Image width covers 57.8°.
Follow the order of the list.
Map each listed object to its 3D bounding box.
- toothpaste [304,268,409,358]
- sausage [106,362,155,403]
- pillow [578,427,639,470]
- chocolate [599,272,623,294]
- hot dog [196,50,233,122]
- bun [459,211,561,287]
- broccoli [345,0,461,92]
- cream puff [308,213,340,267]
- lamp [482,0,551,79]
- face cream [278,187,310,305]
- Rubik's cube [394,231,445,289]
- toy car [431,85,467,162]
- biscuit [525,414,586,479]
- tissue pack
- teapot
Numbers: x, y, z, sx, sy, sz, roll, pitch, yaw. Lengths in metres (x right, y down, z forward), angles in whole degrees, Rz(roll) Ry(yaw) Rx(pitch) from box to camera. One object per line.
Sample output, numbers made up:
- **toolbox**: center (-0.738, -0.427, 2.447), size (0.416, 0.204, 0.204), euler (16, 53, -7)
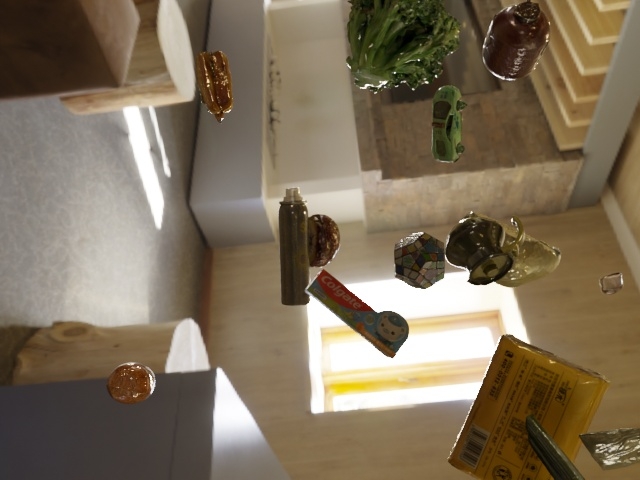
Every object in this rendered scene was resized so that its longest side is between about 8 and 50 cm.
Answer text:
- **toothpaste**: center (0.068, 0.121, 1.021), size (0.070, 0.193, 0.044), euler (-51, -178, -10)
- **sausage**: center (-0.455, 0.344, 1.401), size (0.274, 0.105, 0.105), euler (139, -53, -72)
- **pillow**: center (0.628, 0.384, 1.103), size (0.148, 0.230, 0.050), euler (40, 39, -37)
- **chocolate**: center (0.850, 0.130, 1.684), size (0.031, 0.065, 0.101), euler (63, 28, -9)
- **hot dog**: center (-0.334, -0.496, 1.838), size (0.072, 0.110, 0.269), euler (116, -34, -65)
- **bun**: center (0.632, 0.048, 2.024), size (0.364, 0.365, 0.202), euler (-76, -173, -78)
- **broccoli**: center (0.160, -0.434, 1.248), size (0.245, 0.265, 0.294), euler (-60, 161, -8)
- **cream puff**: center (0.000, 0.000, 1.513), size (0.149, 0.085, 0.148), euler (-13, -104, 63)
- **lamp**: center (0.574, -0.582, 1.704), size (0.258, 0.180, 0.180), euler (89, -3, -65)
- **face cream**: center (-0.063, 0.015, 1.399), size (0.073, 0.073, 0.283), euler (-53, 142, -83)
- **Rubik's cube**: center (0.184, 0.038, 1.080), size (0.093, 0.111, 0.111), euler (-59, 164, -14)
- **toy car**: center (0.301, -0.281, 1.411), size (0.093, 0.058, 0.186), euler (27, -54, 54)
- **biscuit**: center (0.512, 0.488, 1.234), size (0.322, 0.038, 0.099), euler (-101, 172, -77)
- **tissue pack**: center (0.550, 0.474, 1.550), size (0.228, 0.293, 0.381), euler (13, 99, -65)
- **teapot**: center (0.338, 0.013, 1.176), size (0.130, 0.166, 0.119), euler (51, 13, -52)
